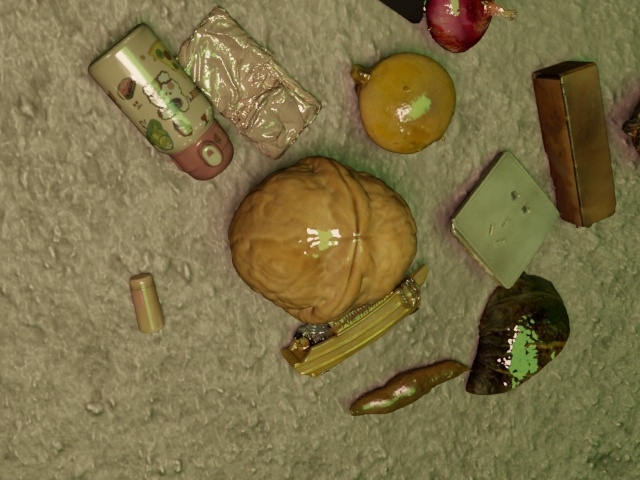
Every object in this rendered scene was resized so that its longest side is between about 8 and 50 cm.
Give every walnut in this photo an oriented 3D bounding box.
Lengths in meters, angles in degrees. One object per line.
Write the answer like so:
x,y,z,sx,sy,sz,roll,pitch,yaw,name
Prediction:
0.000,-0.002,1.192,0.277,0.313,0.252,33,75,-17,walnut

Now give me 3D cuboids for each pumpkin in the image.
0.388,0.182,1.486,0.278,0.111,0.163,-35,108,-6,pumpkin

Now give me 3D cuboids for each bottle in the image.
-0.296,0.106,1.261,0.045,0.045,0.096,-14,106,-16,bottle
-0.236,-0.205,1.158,0.120,0.120,0.253,-42,113,-5,bottle

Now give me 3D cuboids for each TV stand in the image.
0.074,-0.452,1.243,0.256,0.040,0.049,27,94,-23,TV stand

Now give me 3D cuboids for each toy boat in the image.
0.063,0.130,1.365,0.310,0.089,0.115,-32,121,-9,toy boat

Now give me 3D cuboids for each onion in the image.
0.265,-0.389,1.264,0.150,0.140,0.150,-31,135,-36,onion

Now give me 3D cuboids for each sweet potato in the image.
0.180,0.290,1.465,0.274,0.067,0.067,-19,109,-15,sweet potato

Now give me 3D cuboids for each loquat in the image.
0.137,-0.238,1.265,0.204,0.149,0.172,26,99,-12,loquat

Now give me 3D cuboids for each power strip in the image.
0.346,-0.038,1.435,0.198,0.064,0.213,46,73,-22,power strip

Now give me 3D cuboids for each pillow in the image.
-0.119,-0.254,1.226,0.248,0.049,0.135,42,92,-21,pillow

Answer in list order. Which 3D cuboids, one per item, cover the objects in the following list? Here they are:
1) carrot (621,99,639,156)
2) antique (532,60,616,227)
0.720,-0.220,1.448,0.331,0.193,0.214,-1,127,-24,carrot
0.492,-0.183,1.431,0.087,0.093,0.310,-21,110,-13,antique
